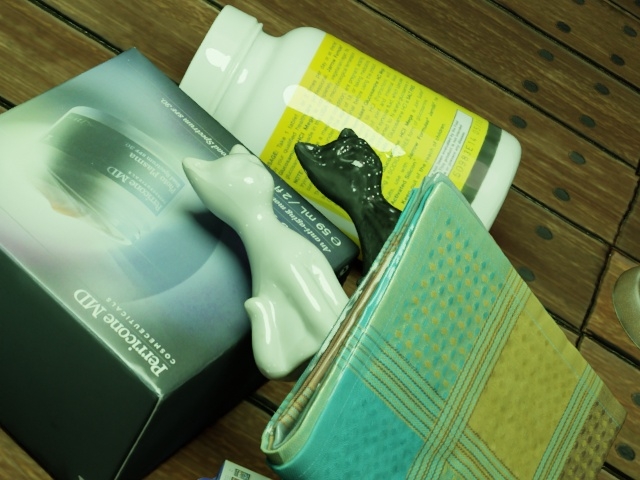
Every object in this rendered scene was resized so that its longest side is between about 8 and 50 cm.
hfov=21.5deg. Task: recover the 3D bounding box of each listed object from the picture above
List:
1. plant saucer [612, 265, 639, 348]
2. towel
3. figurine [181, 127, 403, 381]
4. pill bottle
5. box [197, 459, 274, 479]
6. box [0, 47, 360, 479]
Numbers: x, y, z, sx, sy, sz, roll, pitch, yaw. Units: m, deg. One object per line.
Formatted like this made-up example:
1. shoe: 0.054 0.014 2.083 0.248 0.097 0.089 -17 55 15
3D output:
1. plant saucer: 0.408 0.085 1.884 0.168 0.029 0.168 17 43 -17
2. towel: 0.116 0.157 1.389 0.370 0.040 0.271 48 65 -40
3. figurine: 0.000 0.000 1.411 0.215 0.092 0.209 -10 65 -44
4. pill bottle: 0.019 -0.098 1.706 0.334 0.188 0.188 29 40 -4
5. box: -0.047 0.244 1.444 0.136 0.028 0.081 25 41 -10
6. box: -0.178 0.024 1.469 0.296 0.182 0.294 41 43 12
